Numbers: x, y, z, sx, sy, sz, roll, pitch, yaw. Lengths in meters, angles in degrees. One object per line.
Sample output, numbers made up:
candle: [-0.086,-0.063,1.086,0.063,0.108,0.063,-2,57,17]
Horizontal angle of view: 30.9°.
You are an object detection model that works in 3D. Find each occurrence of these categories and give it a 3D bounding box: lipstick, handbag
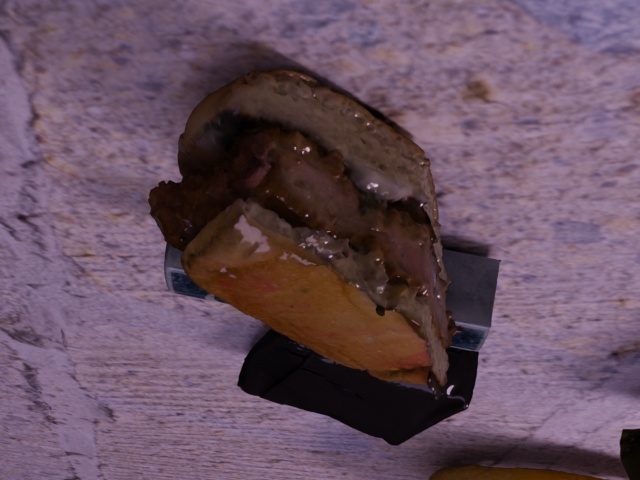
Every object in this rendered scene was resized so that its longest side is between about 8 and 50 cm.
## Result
lipstick: [0.007,0.032,1.021,0.289,0.076,0.077,12,158,3]
handbag: [0.034,0.157,1.285,0.223,0.080,0.247,16,155,-13]

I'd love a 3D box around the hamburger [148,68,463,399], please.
hamburger: [0.000,0.000,0.849,0.245,0.155,0.282,9,154,3]

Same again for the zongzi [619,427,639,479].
zongzi: [0.508,0.206,1.178,0.317,0.154,0.289,-4,157,-18]

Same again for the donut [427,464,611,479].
donut: [0.310,0.419,1.645,0.377,0.163,0.435,17,162,-6]
